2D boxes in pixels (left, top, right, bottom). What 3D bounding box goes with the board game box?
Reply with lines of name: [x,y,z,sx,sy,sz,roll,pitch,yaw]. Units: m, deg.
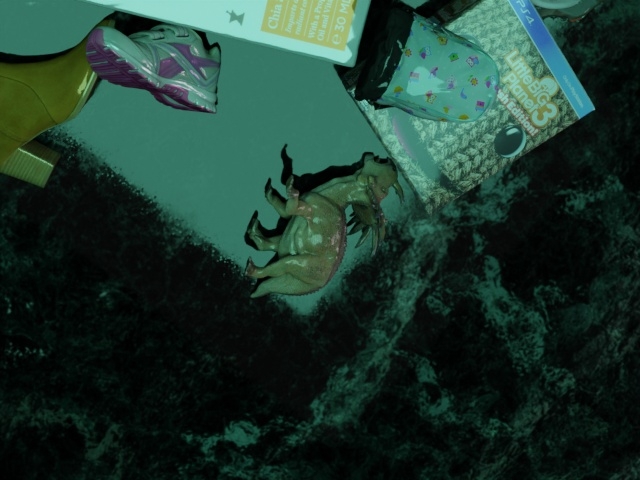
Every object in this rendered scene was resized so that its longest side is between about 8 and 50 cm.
board game box: [0.214,-0.221,1.799,0.291,0.141,0.232,-34,105,6]

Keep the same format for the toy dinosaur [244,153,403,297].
toy dinosaur: [0.000,0.000,1.862,0.200,0.127,0.296,21,109,-16]

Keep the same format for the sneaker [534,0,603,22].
sneaker: [0.391,-0.365,1.823,0.158,0.061,0.065,-10,128,3]

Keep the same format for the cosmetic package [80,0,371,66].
cosmetic package: [-0.146,-0.414,1.712,0.453,0.161,0.230,12,104,-6]

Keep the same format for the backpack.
backpack: [0.154,-0.226,1.661,0.182,0.115,0.152,21,101,-12]

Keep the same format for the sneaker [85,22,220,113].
sneaker: [-0.237,-0.268,1.744,0.103,0.252,0.111,10,84,34]

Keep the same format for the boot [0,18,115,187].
boot: [-0.447,-0.235,1.772,0.211,0.104,0.295,27,106,-11]

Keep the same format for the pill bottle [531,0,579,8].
pill bottle: [0.345,-0.426,1.754,0.087,0.087,0.160,9,76,-6]
